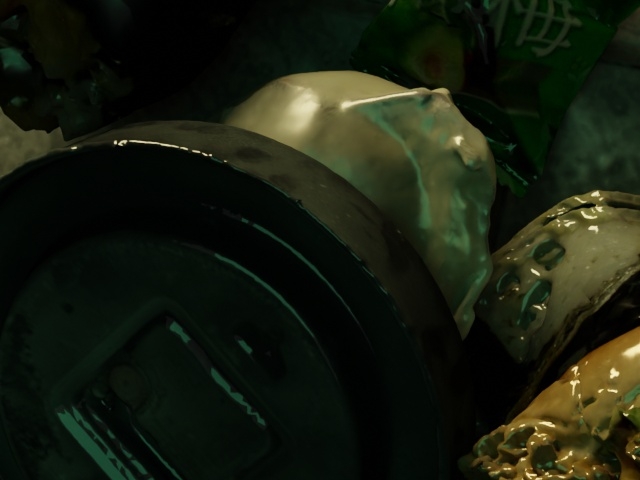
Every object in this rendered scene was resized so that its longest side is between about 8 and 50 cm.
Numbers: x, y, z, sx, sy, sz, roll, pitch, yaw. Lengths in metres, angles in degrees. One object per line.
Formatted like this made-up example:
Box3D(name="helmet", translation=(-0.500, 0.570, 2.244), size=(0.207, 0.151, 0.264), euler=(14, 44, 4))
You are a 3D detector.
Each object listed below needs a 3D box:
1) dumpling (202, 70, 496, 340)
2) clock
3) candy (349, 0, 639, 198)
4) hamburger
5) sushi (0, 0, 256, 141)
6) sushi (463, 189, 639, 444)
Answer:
Box3D(name="dumpling", translation=(0.000, 0.000, 1.063), size=(0.258, 0.147, 0.193), euler=(0, 91, 44))
Box3D(name="clock", translation=(-0.069, 0.088, 1.015), size=(0.318, 0.066, 0.319), euler=(10, 115, 22))
Box3D(name="candy", translation=(0.116, -0.146, 1.074), size=(0.141, 0.078, 0.203), euler=(34, 107, -3))
Box3D(name="hamburger", translation=(0.215, 0.127, 0.959), size=(0.286, 0.243, 0.146), euler=(-13, 55, -16))
Box3D(name="sushi", translation=(-0.117, -0.192, 1.094), size=(0.213, 0.204, 0.200), euler=(-9, 116, 51))
Box3D(name="sushi", translation=(0.105, 0.073, 1.068), size=(0.273, 0.134, 0.109), euler=(-41, 62, 29))
